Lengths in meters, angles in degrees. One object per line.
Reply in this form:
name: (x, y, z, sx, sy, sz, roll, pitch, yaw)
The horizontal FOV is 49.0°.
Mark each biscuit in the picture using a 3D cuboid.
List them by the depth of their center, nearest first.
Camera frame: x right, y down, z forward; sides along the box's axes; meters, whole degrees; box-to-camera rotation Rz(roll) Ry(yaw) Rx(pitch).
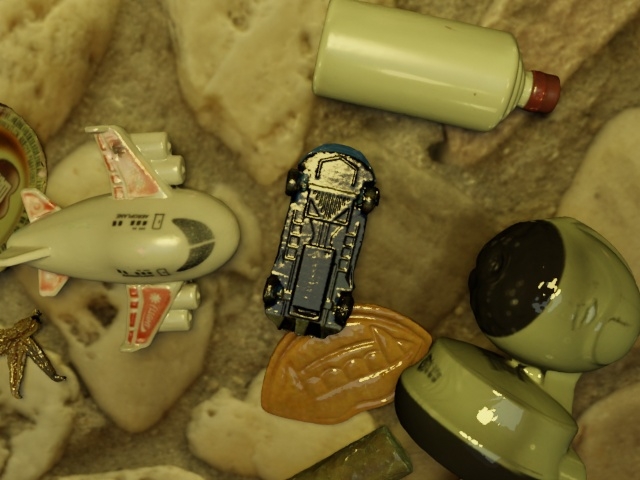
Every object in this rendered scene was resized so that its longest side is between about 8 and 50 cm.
biscuit: (0.025, 0.145, 0.833, 0.221, 0.029, 0.142, -21, 103, 7)

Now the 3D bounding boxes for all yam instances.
yam: (0.029, 0.289, 0.853, 0.169, 0.068, 0.068, -32, 102, 13)

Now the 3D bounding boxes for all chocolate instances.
chocolate: (-0.408, -0.059, 0.721, 0.147, 0.221, 0.221, 17, 105, 12)

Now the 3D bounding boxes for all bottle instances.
bottle: (0.119, -0.172, 0.709, 0.245, 0.104, 0.104, 12, 105, -1)

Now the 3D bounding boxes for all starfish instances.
starfish: (-0.353, 0.120, 0.829, 0.133, 0.041, 0.130, 34, 112, -14)

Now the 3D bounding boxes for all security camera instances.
security camera: (0.220, 0.111, 0.743, 0.191, 0.197, 0.277, 29, 97, -15)

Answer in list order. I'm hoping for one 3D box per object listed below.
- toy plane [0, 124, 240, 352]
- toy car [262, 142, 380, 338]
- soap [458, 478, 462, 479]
toy plane: (-0.212, -0.001, 0.758, 0.252, 0.118, 0.252, 0, 106, -1)
toy car: (0.000, 0.000, 0.779, 0.103, 0.063, 0.216, 13, 94, -2)
soap: (0.153, 0.432, 0.870, 0.273, 0.098, 0.218, -43, 99, 12)
